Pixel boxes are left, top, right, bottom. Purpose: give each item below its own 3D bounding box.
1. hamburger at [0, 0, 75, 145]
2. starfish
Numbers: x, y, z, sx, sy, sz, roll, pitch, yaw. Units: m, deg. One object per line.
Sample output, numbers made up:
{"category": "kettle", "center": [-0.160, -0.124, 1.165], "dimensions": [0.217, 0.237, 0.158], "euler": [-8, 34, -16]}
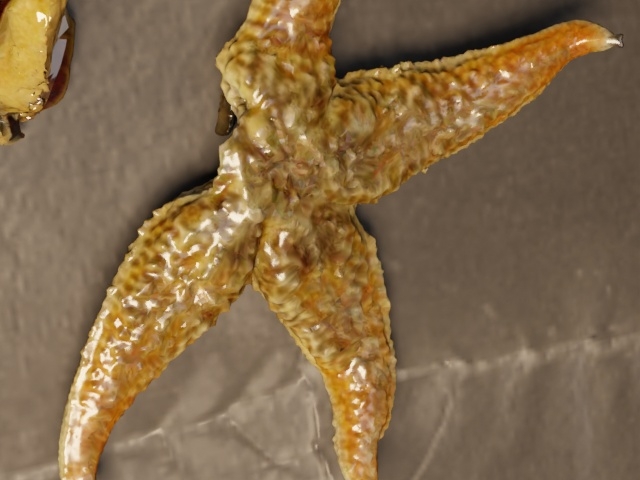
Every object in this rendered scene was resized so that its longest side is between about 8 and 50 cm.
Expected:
{"category": "hamburger", "center": [-0.112, -0.118, 0.417], "dimensions": [0.087, 0.102, 0.176], "euler": [8, 92, -12]}
{"category": "starfish", "center": [0.001, 0.000, 0.508], "dimensions": [0.138, 0.050, 0.247], "euler": [27, 91, -24]}
